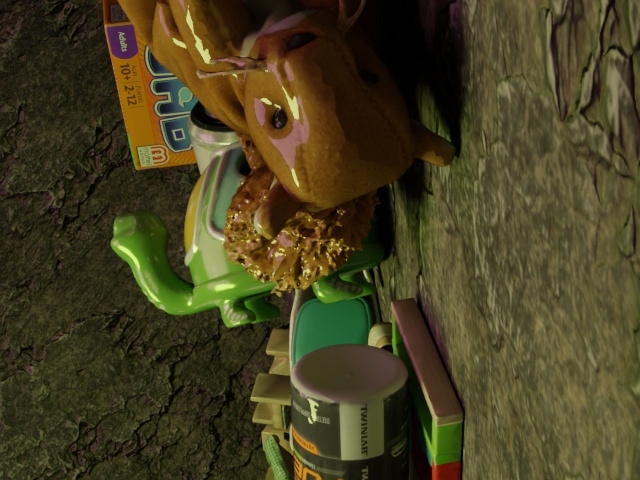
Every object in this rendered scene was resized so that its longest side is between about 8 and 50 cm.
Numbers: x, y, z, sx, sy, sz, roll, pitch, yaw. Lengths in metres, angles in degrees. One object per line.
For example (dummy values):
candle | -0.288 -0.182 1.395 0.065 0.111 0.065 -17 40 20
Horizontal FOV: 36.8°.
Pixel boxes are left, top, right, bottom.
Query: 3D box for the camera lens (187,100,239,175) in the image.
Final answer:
camera lens | -0.107 -0.139 1.721 0.219 0.219 0.274 -108 5 -56

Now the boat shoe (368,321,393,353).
boat shoe | 0.082 0.172 1.255 0.045 0.050 0.135 -98 3 -59

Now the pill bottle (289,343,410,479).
pill bottle | 0.035 0.250 1.068 0.130 0.130 0.246 -113 19 -67

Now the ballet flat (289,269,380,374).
ballet flat | 0.024 0.074 1.419 0.139 0.139 0.401 131 135 -82

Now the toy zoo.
toy zoo | 0.118 0.238 1.097 0.192 0.030 0.293 -107 11 -55

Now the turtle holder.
turtle holder | -0.082 -0.009 1.267 0.243 0.320 0.228 -7 -98 -61

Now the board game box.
board game box | -0.231 -0.409 1.931 0.357 0.356 0.356 89 171 -48

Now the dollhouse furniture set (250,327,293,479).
dollhouse furniture set | 0.000 0.441 1.919 0.394 0.256 0.362 -72 -16 -51

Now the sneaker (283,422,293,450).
sneaker | 0.017 0.337 1.579 0.094 0.153 0.235 -104 9 -56

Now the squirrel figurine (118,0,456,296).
squirrel figurine | -0.008 -0.131 0.961 0.370 0.281 0.397 -121 13 -46

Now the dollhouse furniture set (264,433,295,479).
dollhouse furniture set | -0.026 0.473 1.488 0.301 0.151 0.197 50 -176 -38
